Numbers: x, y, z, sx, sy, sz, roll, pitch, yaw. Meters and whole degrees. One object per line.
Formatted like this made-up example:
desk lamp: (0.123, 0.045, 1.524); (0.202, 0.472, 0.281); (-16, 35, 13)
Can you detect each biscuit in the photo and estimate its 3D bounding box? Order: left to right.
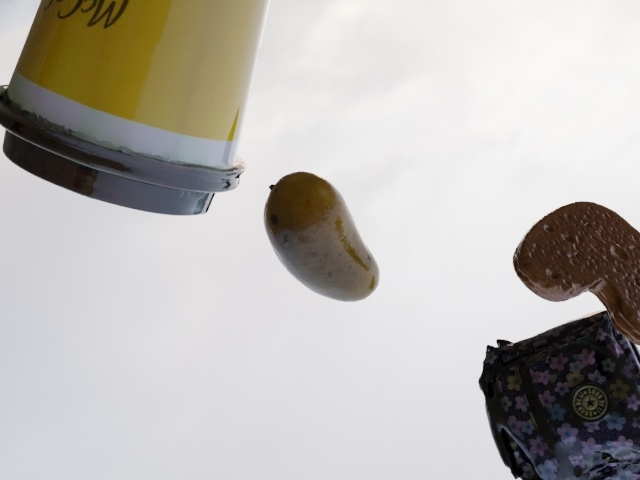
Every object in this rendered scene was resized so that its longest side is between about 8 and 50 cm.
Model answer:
biscuit: (0.302, 0.044, 1.187); (0.186, 0.192, 0.036); (-31, 159, -44)

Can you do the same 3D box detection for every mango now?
mango: (-0.003, 0.000, 1.367); (0.115, 0.178, 0.090); (-15, -155, 36)

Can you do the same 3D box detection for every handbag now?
handbag: (0.310, 0.206, 1.382); (0.207, 0.229, 0.127); (-24, 165, 12)

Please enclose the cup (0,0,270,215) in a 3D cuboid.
cup: (-0.121, -0.164, 0.825); (0.196, 0.196, 0.280); (-118, -134, -71)
